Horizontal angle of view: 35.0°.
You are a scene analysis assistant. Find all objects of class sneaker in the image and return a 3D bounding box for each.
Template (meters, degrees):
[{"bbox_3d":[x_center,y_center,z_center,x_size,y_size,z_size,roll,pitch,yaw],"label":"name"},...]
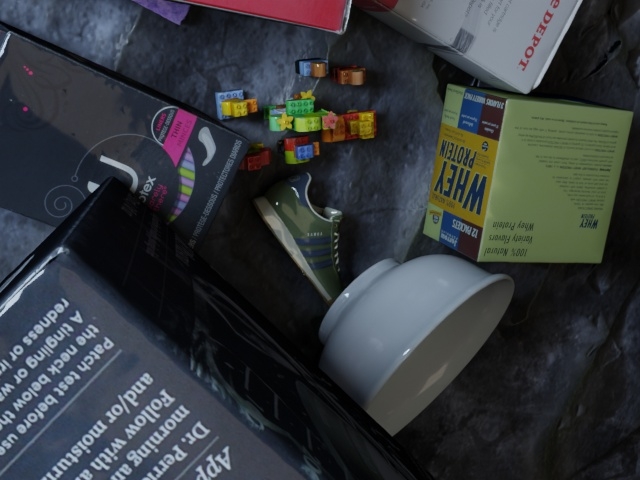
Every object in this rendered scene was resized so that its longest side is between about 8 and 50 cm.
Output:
[{"bbox_3d":[0.000,0.000,1.248,0.086,0.064,0.192,-38,115,-4],"label":"sneaker"}]

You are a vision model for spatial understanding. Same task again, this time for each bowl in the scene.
[{"bbox_3d":[0.092,0.118,1.258,0.298,0.134,0.298,-40,158,-20],"label":"bowl"}]

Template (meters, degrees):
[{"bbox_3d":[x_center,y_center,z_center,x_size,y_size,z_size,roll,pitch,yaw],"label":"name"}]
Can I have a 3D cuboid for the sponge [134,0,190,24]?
[{"bbox_3d":[-0.159,-0.351,1.080,0.117,0.031,0.210,22,97,-28],"label":"sponge"}]

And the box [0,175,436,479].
[{"bbox_3d":[-0.108,0.224,0.816,0.297,0.480,0.472,-44,102,0],"label":"box"}]

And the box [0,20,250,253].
[{"bbox_3d":[-0.240,-0.097,1.060,0.270,0.143,0.165,22,97,-29],"label":"box"}]

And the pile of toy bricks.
[{"bbox_3d":[-0.018,-0.142,1.171,0.212,0.105,0.118,-12,111,-22],"label":"pile of toy bricks"}]

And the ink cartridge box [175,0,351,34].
[{"bbox_3d":[-0.128,-0.286,0.942,0.310,0.272,0.130,6,104,-25],"label":"ink cartridge box"}]

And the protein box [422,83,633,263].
[{"bbox_3d":[0.263,-0.085,1.304,0.200,0.136,0.201,1,105,-26],"label":"protein box"}]

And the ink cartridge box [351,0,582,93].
[{"bbox_3d":[0.164,-0.326,1.190,0.283,0.117,0.207,25,95,-29],"label":"ink cartridge box"}]
